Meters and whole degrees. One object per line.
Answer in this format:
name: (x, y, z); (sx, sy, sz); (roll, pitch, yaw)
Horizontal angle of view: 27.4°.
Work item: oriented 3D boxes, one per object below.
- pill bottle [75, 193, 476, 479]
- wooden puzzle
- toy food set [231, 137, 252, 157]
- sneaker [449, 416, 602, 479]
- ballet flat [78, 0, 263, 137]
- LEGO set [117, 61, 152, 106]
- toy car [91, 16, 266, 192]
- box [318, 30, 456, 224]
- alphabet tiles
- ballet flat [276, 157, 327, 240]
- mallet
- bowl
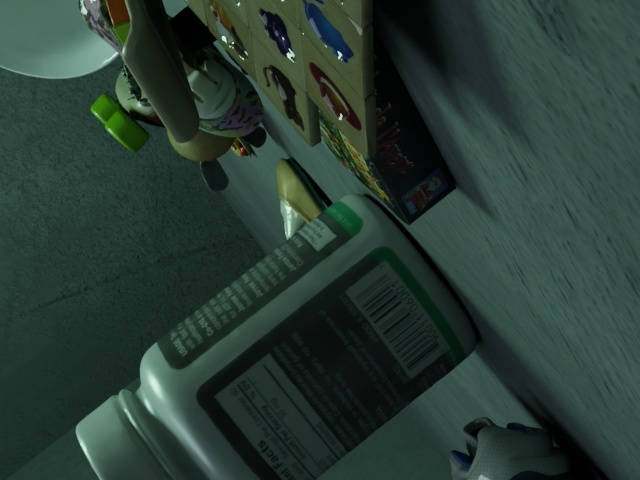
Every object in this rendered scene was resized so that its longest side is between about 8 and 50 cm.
pill bottle: (-0.045, 0.136, 1.283); (0.204, 0.361, 0.204); (52, 176, 6)
wooden puzzle: (-0.164, -0.223, 1.127); (0.221, 0.044, 0.238); (67, -171, -73)
toy food set: (-0.136, -0.160, 2.032); (0.082, 0.020, 0.083); (54, 175, -25)
sneaker: (0.228, 0.280, 1.308); (0.236, 0.130, 0.323); (61, -176, 23)
ballet flat: (-0.143, -0.176, 1.279); (0.221, 0.077, 0.079); (42, 176, -16)
LEGO set: (-0.170, -0.153, 1.174); (0.054, 0.023, 0.083); (68, -177, -55)
toy car: (-0.157, -0.152, 1.627); (0.188, 0.155, 0.149); (41, -178, -31)
box: (-0.008, -0.132, 0.860); (0.159, 0.044, 0.233); (47, 173, 48)
alphabet tiles: (-0.059, -0.199, 0.678); (0.285, 0.011, 0.342); (50, 164, 25)
ballet flat: (0.000, 0.000, 1.598); (0.232, 0.073, 0.080); (51, 175, 17)
mallet: (-0.078, -0.190, 1.216); (0.039, 0.062, 0.190); (58, -169, 11)
bowl: (-0.300, -0.322, 1.362); (0.298, 0.134, 0.297); (14, 139, 12)
